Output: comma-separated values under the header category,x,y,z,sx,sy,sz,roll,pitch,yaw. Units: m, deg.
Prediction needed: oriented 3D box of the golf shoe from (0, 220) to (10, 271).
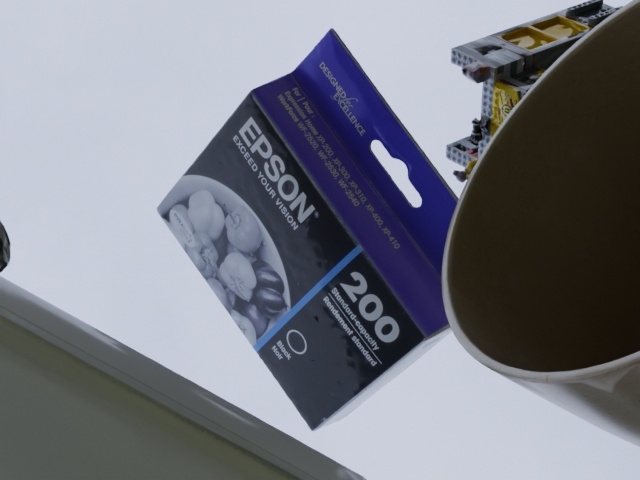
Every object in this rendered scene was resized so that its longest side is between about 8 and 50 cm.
category,x,y,z,sx,sy,sz,roll,pitch,yaw
golf shoe,-0.271,0.002,0.521,0.272,0.105,0.120,17,-119,-7

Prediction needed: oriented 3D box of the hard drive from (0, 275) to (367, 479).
category,x,y,z,sx,sy,sz,roll,pitch,yaw
hard drive,-0.182,0.146,0.782,0.353,0.047,0.233,30,-60,-10

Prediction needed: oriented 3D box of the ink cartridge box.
category,x,y,z,sx,sy,sz,roll,pitch,yaw
ink cartridge box,0.000,0.000,0.861,0.045,0.208,0.206,-25,-105,-46

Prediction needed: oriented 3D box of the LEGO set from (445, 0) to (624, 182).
category,x,y,z,sx,sy,sz,roll,pitch,yaw
LEGO set,0.210,-0.027,0.991,0.192,0.255,0.331,-23,-43,-31

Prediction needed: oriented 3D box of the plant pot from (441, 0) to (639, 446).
category,x,y,z,sx,sy,sz,roll,pitch,yaw
plant pot,0.250,0.033,0.684,0.274,0.256,0.256,38,-102,-27
